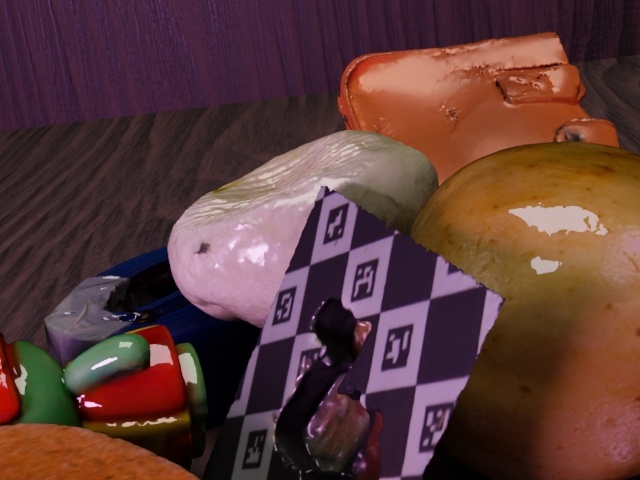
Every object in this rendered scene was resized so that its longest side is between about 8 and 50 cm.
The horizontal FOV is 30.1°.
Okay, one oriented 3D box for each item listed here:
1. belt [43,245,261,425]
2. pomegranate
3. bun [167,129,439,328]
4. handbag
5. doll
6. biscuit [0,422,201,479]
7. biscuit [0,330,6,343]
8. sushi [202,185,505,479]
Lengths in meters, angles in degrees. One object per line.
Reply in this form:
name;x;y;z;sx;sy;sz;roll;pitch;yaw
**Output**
belt;-0.138;0.086;1.240;0.212;0.117;0.347;4;19;25
pomegranate;0.195;0.054;0.948;0.307;0.307;0.307;-7;16;2
bun;0.000;0.000;1.091;0.259;0.160;0.259;-26;13;6
handbag;0.194;-0.072;1.350;0.303;0.116;0.410;-10;46;-3
doll;-0.269;0.161;0.937;0.363;0.182;0.160;-18;57;-21
biscuit;-0.279;0.215;0.669;0.455;0.078;0.350;-14;20;-14
biscuit;-0.398;0.134;1.032;0.259;0.079;0.259;-35;-14;-10
sushi;0.020;0.131;0.846;0.059;0.294;0.292;21;5;-27
